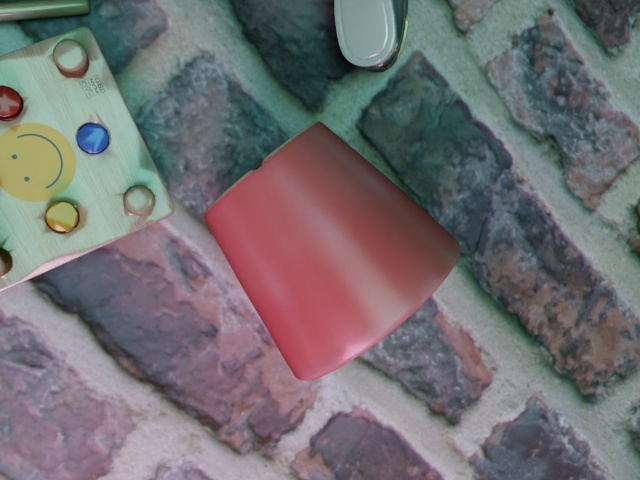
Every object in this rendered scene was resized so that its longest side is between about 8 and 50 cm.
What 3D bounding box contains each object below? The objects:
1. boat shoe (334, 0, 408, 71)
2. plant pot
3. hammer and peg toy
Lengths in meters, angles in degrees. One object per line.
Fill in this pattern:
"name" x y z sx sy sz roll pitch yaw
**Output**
"boat shoe" 0.069 -0.389 0.903 0.109 0.091 0.305 -1 93 20
"plant pot" 0.000 0.000 0.835 0.275 0.275 0.243 -40 95 -10
"hammer and peg toy" -0.358 -0.147 0.771 0.266 0.127 0.361 -25 101 -14
